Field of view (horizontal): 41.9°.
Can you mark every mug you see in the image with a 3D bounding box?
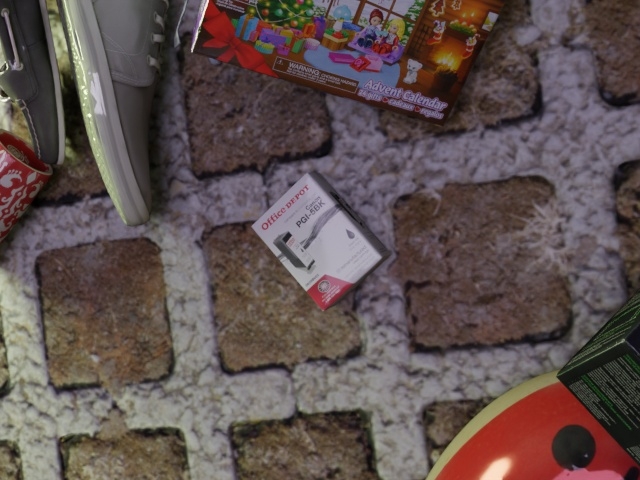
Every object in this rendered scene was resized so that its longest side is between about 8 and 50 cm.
[{"bbox_3d":[-0.450,-0.066,1.086,0.150,0.113,0.169,44,99,8],"label":"mug"}]

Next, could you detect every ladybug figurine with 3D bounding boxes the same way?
[{"bbox_3d":[0.244,0.336,0.880,0.305,0.162,0.449,28,99,13],"label":"ladybug figurine"}]

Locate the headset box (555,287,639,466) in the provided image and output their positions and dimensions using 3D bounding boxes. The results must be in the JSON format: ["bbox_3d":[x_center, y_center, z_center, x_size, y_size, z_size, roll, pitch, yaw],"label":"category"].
[{"bbox_3d":[0.417,0.117,0.783,0.283,0.131,0.246,-37,80,-24],"label":"headset box"}]

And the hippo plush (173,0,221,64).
[{"bbox_3d":[-0.054,-0.361,0.900,0.237,0.234,0.294,1,92,16],"label":"hippo plush"}]

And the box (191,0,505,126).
[{"bbox_3d":[0.034,-0.250,0.864,0.293,0.057,0.201,13,123,-16],"label":"box"}]

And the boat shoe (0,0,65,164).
[{"bbox_3d":[-0.378,-0.255,1.023,0.095,0.112,0.335,-9,109,-22],"label":"boat shoe"}]

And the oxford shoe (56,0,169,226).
[{"bbox_3d":[-0.242,-0.242,1.009,0.130,0.169,0.449,-10,91,-20],"label":"oxford shoe"}]

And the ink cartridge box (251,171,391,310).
[{"bbox_3d":[0.000,0.000,0.989,0.099,0.056,0.135,-44,81,13],"label":"ink cartridge box"}]
